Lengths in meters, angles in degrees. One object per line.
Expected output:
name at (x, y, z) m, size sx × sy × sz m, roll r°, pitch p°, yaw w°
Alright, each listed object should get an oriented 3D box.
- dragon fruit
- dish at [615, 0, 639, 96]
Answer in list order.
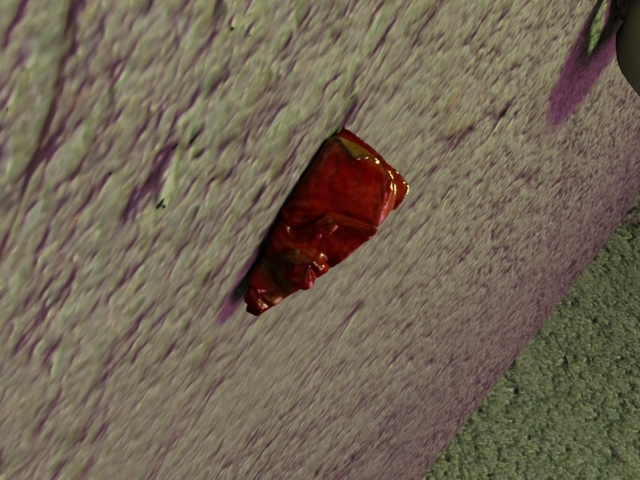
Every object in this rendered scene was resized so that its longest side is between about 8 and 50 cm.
dragon fruit at (0.003, 0.001, 0.937) m, size 0.131 × 0.063 × 0.097 m, roll -52°, pitch 164°, yaw -22°
dish at (0.440, -0.324, 1.618) m, size 0.324 × 0.124 × 0.324 m, roll -45°, pitch 161°, yaw -20°
